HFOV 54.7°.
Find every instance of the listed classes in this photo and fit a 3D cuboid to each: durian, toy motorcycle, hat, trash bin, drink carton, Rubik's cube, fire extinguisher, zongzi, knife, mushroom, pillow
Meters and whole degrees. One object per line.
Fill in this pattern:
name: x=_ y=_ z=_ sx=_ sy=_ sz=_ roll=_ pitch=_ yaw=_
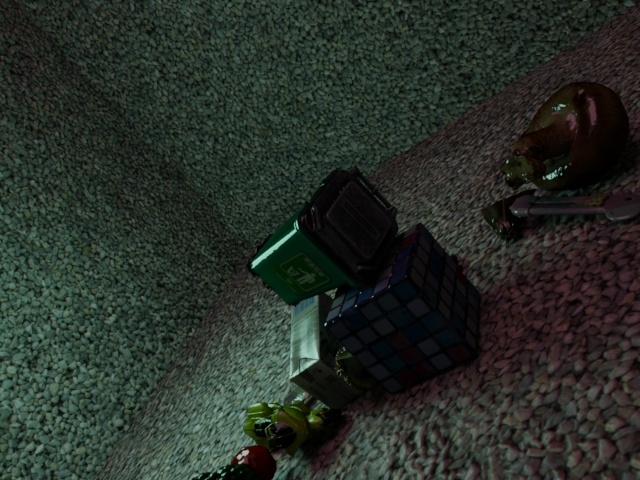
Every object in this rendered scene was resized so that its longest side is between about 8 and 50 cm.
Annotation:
durian: x=0.107 y=0.346 z=1.712 sx=0.095 sy=0.137 sz=0.221 roll=-19 pitch=0 yaw=42
toy motorcycle: x=-0.103 y=0.536 z=1.786 sx=0.206 sy=0.142 sz=0.342 roll=-1 pitch=-13 yaw=-37
hat: x=-0.233 y=0.655 z=1.598 sx=0.274 sy=0.242 sz=0.332 roll=-33 pitch=15 yaw=39
trash bin: x=0.000 y=0.000 z=1.704 sx=0.381 sy=0.259 sz=0.295 roll=-31 pitch=18 yaw=47
drink carton: x=0.014 y=0.324 z=1.869 sx=0.132 sy=0.194 sz=0.324 roll=-40 pitch=26 yaw=21
Rubik's cube: x=0.227 y=0.180 z=1.659 sx=0.287 sy=0.292 sz=0.293 roll=-33 pitch=19 yaw=30
fire extinguisher: x=0.414 y=0.100 z=1.916 sx=0.049 sy=0.035 sz=0.173 roll=5 pitch=33 yaw=14
zongzi: x=0.601 y=-0.081 z=1.873 sx=0.184 sy=0.084 sz=0.187 roll=-29 pitch=25 yaw=10
knife: x=0.679 y=-0.098 z=1.676 sx=0.132 sy=0.038 sz=0.399 roll=-42 pitch=24 yaw=-27
mushroom: x=0.680 y=-0.290 z=1.795 sx=0.331 sy=0.356 sz=0.334 roll=91 pitch=180 yaw=-76
pillow: x=-0.023 y=0.456 z=1.992 sx=0.233 sy=0.038 sz=0.131 roll=-45 pitch=18 yaw=-18
